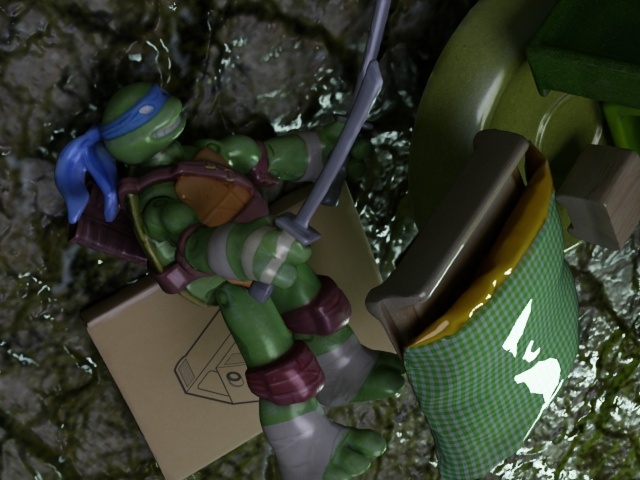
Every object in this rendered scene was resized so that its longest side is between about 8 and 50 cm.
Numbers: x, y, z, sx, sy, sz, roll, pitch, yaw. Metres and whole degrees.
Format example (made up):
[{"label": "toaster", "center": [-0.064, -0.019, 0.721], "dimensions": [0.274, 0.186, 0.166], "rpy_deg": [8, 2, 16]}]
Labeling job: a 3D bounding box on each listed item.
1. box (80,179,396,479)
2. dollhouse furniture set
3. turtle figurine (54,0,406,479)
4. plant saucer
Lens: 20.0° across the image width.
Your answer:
[{"label": "box", "center": [-0.048, 0.063, 1.257], "dimensions": [0.201, 0.021, 0.164], "rpy_deg": [-30, 128, -11]}, {"label": "dollhouse furniture set", "center": [0.183, 0.003, 1.118], "dimensions": [0.301, 0.151, 0.197], "rpy_deg": [-55, 140, -25]}, {"label": "turtle figurine", "center": [0.000, 0.000, 1.118], "dimensions": [0.275, 0.198, 0.266], "rpy_deg": [-28, 114, -7]}, {"label": "plant saucer", "center": [0.160, -0.078, 1.239], "dimensions": [0.241, 0.037, 0.241], "rpy_deg": [-23, 127, -34]}]
